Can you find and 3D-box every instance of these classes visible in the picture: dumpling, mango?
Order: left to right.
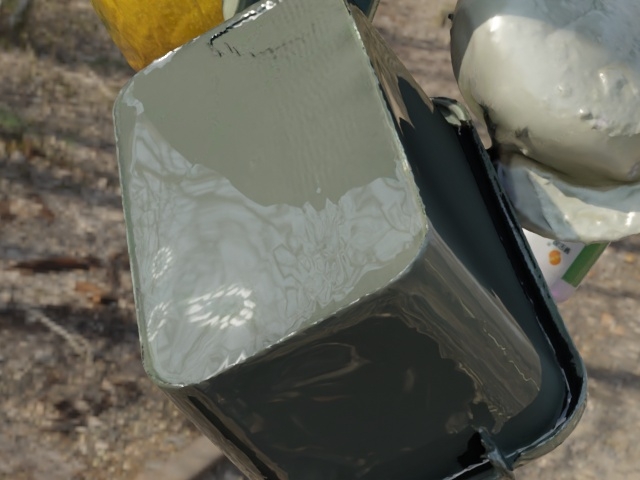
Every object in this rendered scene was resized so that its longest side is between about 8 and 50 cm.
[{"bbox_3d":[-0.126,-0.236,1.251,0.359,0.187,0.144,46,23,-24],"label":"mango"},{"bbox_3d":[0.141,-0.090,0.610,0.150,0.092,0.177,4,53,-12],"label":"dumpling"}]

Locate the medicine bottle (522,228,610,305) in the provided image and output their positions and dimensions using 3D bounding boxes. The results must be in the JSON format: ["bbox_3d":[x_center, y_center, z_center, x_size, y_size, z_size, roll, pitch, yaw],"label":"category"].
[{"bbox_3d":[0.217,-0.029,0.993,0.095,0.260,0.095,34,7,-5],"label":"medicine bottle"}]

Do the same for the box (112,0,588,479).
[{"bbox_3d":[0.000,0.000,0.521,0.163,0.135,0.243,-28,44,14],"label":"box"}]

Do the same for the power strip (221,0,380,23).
[{"bbox_3d":[0.010,-0.172,0.544,0.079,0.227,0.029,1,51,-19],"label":"power strip"}]
